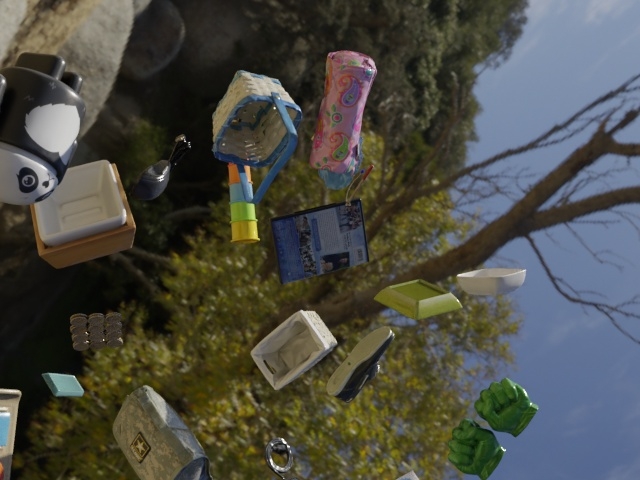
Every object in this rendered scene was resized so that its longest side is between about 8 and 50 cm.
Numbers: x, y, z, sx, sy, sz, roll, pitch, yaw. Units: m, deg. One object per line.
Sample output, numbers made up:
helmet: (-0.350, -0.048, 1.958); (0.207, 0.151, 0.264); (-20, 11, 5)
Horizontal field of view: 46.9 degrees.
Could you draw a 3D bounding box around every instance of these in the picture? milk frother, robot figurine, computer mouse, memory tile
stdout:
milk frother: (-0.106, 0.454, 1.349); (0.134, 0.129, 0.143); (-20, -135, 16)
robot figurine: (-0.531, -0.202, 1.340); (0.173, 0.209, 0.278); (-9, -119, 54)
computer mouse: (-0.415, -0.194, 1.991); (0.184, 0.060, 0.262); (-55, -177, 16)
memory tile: (-0.507, 0.206, 1.672); (0.148, 0.113, 0.012); (108, -28, -50)

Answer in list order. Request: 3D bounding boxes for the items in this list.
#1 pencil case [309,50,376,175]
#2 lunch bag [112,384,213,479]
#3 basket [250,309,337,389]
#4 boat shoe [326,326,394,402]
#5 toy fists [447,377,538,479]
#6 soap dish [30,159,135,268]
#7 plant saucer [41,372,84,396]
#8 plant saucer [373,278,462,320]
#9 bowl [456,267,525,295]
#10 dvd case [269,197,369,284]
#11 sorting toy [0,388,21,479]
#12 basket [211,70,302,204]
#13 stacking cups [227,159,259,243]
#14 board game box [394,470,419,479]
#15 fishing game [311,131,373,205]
pencil case: (0.051, -0.293, 1.721); (0.124, 0.124, 0.284); (-88, -173, -60)
lunch bag: (-0.391, 0.511, 1.818); (0.168, 0.235, 0.287); (-31, 153, -24)
basket: (-0.057, 0.250, 1.706); (0.167, 0.113, 0.103); (-41, 164, 17)
boat shoe: (0.115, 0.322, 1.917); (0.233, 0.079, 0.084); (-51, -158, 6)
toy fists: (0.452, 0.502, 1.977); (0.279, 0.142, 0.096); (-54, 171, 2)
soap dish: (-0.596, -0.066, 1.842); (0.228, 0.118, 0.291); (-17, -136, -14)
plant saucer: (-0.665, 0.374, 1.917); (0.018, 0.067, 0.192); (-35, 169, -7)
plant saucer: (0.282, 0.162, 2.125); (0.188, 0.188, 0.045); (25, -62, 50)
bowl: (0.430, 0.105, 1.856); (0.142, 0.141, 0.053); (1, -83, 50)
dvd case: (0.000, 0.000, 1.927); (0.252, 0.181, 0.022); (-14, -162, -15)
sorting toy: (-0.648, 0.363, 1.252); (0.041, 0.307, 0.229); (-2, -104, 30)
basket: (-0.156, -0.273, 1.881); (0.255, 0.201, 0.289); (-48, -135, 40)
stacking cups: (-0.248, -0.151, 2.375); (0.096, 0.096, 0.317); (-15, -104, 58)
board game box: (0.202, 0.590, 1.701); (0.090, 0.090, 0.020); (52, -35, 32)
fishing game: (0.056, -0.219, 1.918); (0.189, 0.041, 0.264); (-57, -136, 32)
